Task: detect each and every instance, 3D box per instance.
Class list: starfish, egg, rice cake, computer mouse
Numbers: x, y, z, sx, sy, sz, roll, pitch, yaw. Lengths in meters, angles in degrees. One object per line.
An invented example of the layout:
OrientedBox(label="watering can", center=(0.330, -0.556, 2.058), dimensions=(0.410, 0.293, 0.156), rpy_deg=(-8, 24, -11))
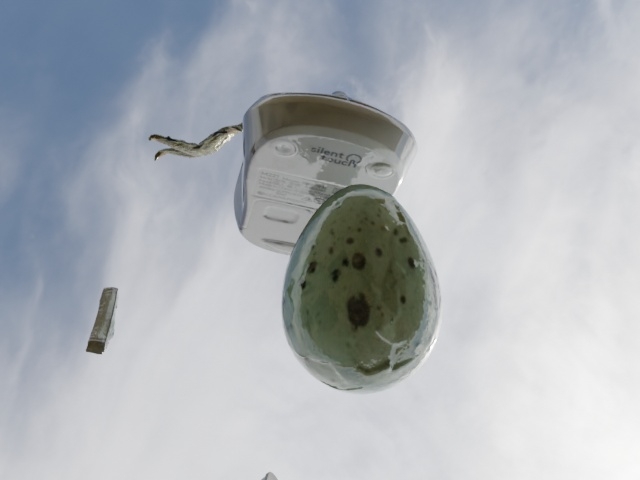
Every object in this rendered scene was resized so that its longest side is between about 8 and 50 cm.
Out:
OrientedBox(label="starfish", center=(-0.226, -0.188, 0.993), dimensions=(0.208, 0.176, 0.053), rpy_deg=(-11, -82, 3))
OrientedBox(label="egg", center=(0.032, 0.037, 0.410), dimensions=(0.131, 0.131, 0.164), rpy_deg=(-2, -88, 3))
OrientedBox(label="rice cake", center=(-0.499, 0.182, 1.193), dimensions=(0.047, 0.036, 0.207), rpy_deg=(-3, -145, -11))
OrientedBox(label="computer mouse", center=(-0.005, -0.081, 0.600), dimensions=(0.184, 0.297, 0.121), rpy_deg=(12, -119, -6))

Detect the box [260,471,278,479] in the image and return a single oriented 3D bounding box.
OrientedBox(label="box", center=(-0.046, 0.367, 0.658), dimensions=(0.031, 0.091, 0.126), rpy_deg=(-34, -91, 0))
